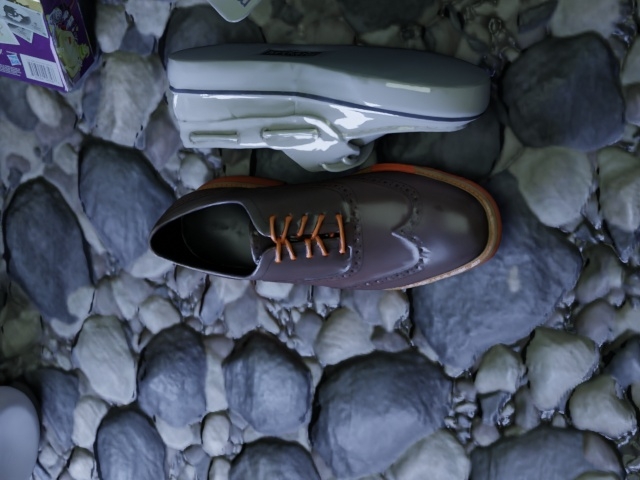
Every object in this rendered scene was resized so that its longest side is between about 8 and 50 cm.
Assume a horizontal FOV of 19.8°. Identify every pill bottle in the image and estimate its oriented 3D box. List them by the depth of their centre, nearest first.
[{"bbox_3d":[-0.358,0.160,1.574,0.215,0.117,0.117,12,108,25],"label":"pill bottle"}]

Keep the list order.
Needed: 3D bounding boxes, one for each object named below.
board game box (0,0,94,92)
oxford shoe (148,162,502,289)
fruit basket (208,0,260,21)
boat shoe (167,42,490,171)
[{"bbox_3d":[-0.355,-0.241,1.456,0.347,0.056,0.208,16,145,23],"label":"board game box"},{"bbox_3d":[0.000,0.000,1.353,0.271,0.098,0.096,-3,101,29],"label":"oxford shoe"},{"bbox_3d":[-0.051,-0.362,1.206,0.327,0.165,0.353,-49,57,8],"label":"fruit basket"},{"bbox_3d":[0.002,-0.092,1.333,0.268,0.096,0.088,5,109,28],"label":"boat shoe"}]
